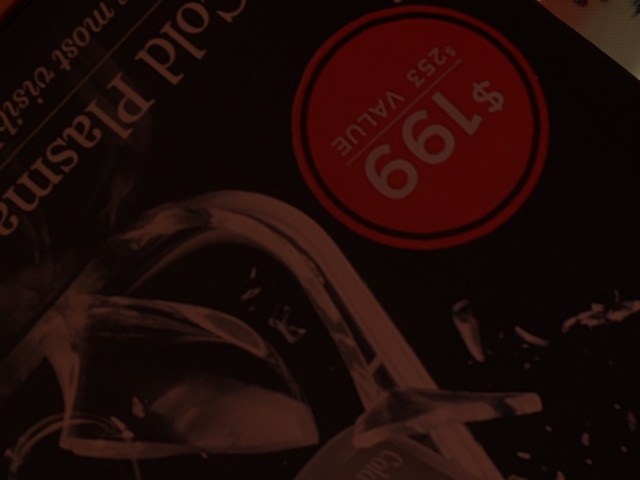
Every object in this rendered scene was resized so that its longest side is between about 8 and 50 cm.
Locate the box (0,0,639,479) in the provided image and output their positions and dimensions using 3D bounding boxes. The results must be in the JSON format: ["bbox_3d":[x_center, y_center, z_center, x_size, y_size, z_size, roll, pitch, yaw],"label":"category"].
[{"bbox_3d":[-0.012,0.107,0.415,0.343,0.312,0.179,-49,172,-10],"label":"box"}]

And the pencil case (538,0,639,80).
[{"bbox_3d":[0.184,-0.172,0.790,0.410,0.160,0.183,-53,-171,23],"label":"pencil case"}]
